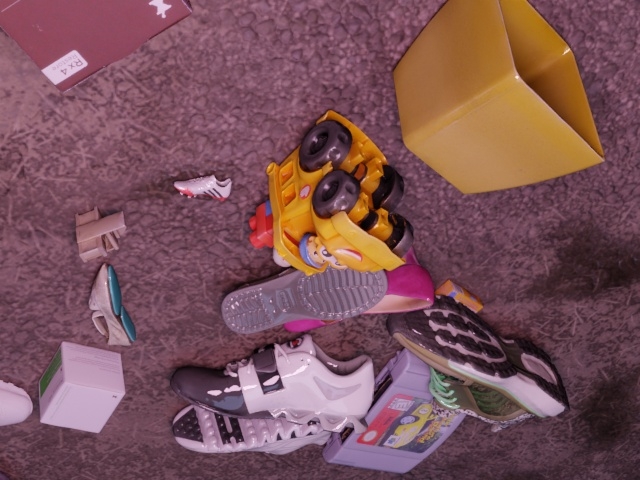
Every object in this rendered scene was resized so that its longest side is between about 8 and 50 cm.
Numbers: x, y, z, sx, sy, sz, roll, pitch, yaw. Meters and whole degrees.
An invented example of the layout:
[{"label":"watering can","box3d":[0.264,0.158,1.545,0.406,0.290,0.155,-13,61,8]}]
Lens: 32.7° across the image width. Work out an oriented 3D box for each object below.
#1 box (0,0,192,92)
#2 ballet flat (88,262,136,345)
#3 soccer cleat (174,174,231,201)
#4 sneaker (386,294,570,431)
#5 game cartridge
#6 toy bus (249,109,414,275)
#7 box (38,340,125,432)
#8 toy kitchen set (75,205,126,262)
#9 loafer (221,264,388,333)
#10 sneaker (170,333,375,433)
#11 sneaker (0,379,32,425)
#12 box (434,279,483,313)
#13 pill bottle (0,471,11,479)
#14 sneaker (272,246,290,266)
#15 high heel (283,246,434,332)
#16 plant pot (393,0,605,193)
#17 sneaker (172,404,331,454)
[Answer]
[{"label":"box","box3d":[-0.256,-0.302,1.127,0.168,0.203,0.167,-29,134,10]},{"label":"ballet flat","box3d":[-0.313,0.101,1.597,0.052,0.057,0.168,-7,134,2]},{"label":"soccer cleat","box3d":[-0.161,-0.076,1.497,0.083,0.029,0.036,10,120,-30]},{"label":"sneaker","box3d":[0.235,0.232,1.789,0.410,0.158,0.182,30,119,-35]},{"label":"game cartridge","box3d":[0.155,0.311,1.950,0.196,0.060,0.294,12,128,-32]},{"label":"toy bus","box3d":[-0.003,-0.030,1.464,0.211,0.220,0.149,-33,131,22]},{"label":"box","box3d":[-0.367,0.226,1.673,0.102,0.087,0.101,17,125,-30]},{"label":"toy kitchen set","box3d":[-0.287,0.002,1.489,0.068,0.083,0.075,-20,135,2]},{"label":"loafer","box3d":[-0.024,0.072,1.634,0.251,0.087,0.094,-10,105,5]},{"label":"sneaker","box3d":[-0.071,0.210,1.747,0.330,0.122,0.146,8,105,-13]},{"label":"sneaker","box3d":[-0.552,0.262,1.644,0.235,0.095,0.090,8,128,-26]},{"label":"box","box3d":[0.193,0.129,1.805,0.081,0.028,0.136,29,116,-37]},{"label":"pill bottle","box3d":[-0.556,0.467,1.810,0.130,0.130,0.246,-11,135,-8]},{"label":"sneaker","box3d":[0.000,0.000,1.585,0.161,0.075,0.057,-32,133,13]},{"label":"high heel","box3d":[0.058,0.104,1.673,0.244,0.117,0.082,-25,135,6]},{"label":"plant pot","box3d":[0.213,-0.184,1.403,0.187,0.212,0.212,-30,136,28]},{"label":"sneaker","box3d":[-0.104,0.321,1.844,0.292,0.110,0.118,-3,142,-14]}]
